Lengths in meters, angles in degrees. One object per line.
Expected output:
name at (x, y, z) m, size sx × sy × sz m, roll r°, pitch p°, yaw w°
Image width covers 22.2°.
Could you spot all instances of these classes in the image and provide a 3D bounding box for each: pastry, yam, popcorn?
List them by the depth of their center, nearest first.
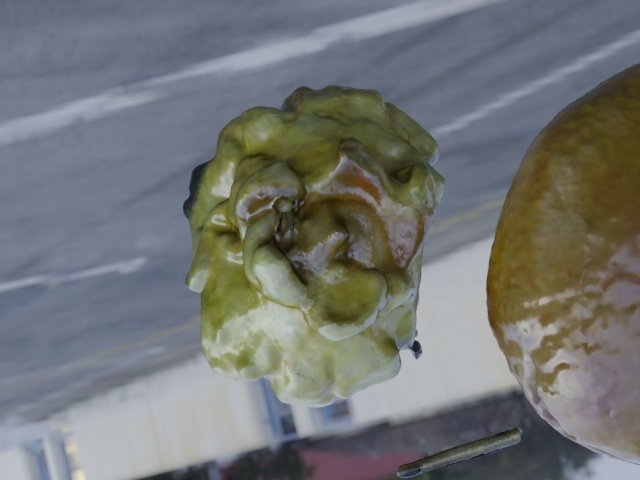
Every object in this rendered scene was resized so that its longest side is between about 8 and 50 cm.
pastry at (0.298, 0.023, 1.213) m, size 0.356 × 0.356 × 0.164 m, roll -14°, pitch -176°, yaw 0°
yam at (0.111, 0.171, 1.304) m, size 0.107 × 0.014 × 0.014 m, roll -19°, pitch 173°, yaw 11°
popcorn at (0.000, 0.000, 1.401) m, size 0.215 × 0.286 × 0.252 m, roll 18°, pitch 159°, yaw -26°
